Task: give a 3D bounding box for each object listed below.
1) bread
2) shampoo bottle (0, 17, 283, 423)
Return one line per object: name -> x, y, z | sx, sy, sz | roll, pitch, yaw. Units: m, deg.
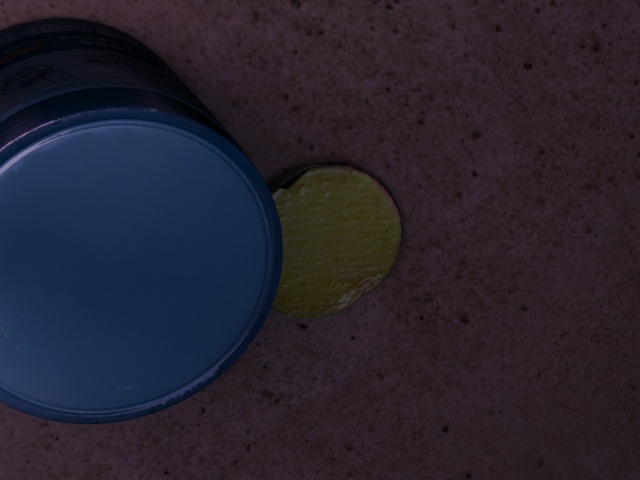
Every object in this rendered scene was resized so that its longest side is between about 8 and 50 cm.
bread -> 0.000, 0.000, 1.461 | 0.228, 0.033, 0.228 | -9, 116, -20
shampoo bottle -> -0.248, -0.037, 1.154 | 0.331, 0.343, 0.331 | -9, 117, -18
